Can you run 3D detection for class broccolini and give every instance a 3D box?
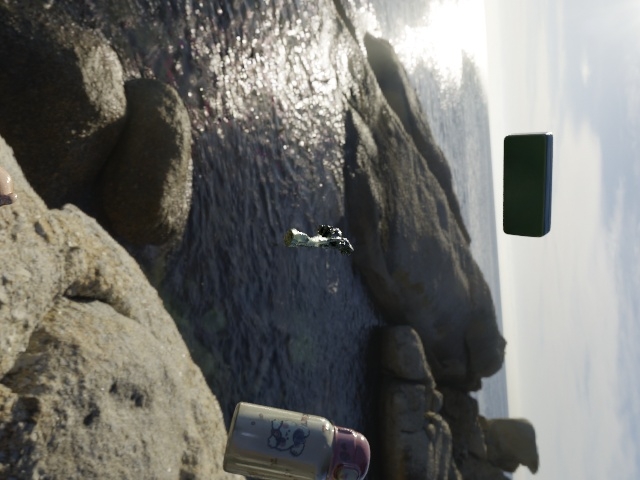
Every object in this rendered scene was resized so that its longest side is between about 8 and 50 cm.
[{"bbox_3d":[0.000,-0.008,0.840,0.254,0.071,0.058,16,76,-72],"label":"broccolini"}]

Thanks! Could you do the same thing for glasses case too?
[{"bbox_3d":[0.373,-0.100,0.850,0.039,0.077,0.184,-20,111,-44],"label":"glasses case"}]

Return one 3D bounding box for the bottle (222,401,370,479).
[{"bbox_3d":[-0.036,0.342,0.774,0.110,0.233,0.110,-167,-90,-87],"label":"bottle"}]

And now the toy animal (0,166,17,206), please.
[{"bbox_3d":[-0.833,-0.172,1.124,0.171,0.171,0.198,-70,155,-46],"label":"toy animal"}]
